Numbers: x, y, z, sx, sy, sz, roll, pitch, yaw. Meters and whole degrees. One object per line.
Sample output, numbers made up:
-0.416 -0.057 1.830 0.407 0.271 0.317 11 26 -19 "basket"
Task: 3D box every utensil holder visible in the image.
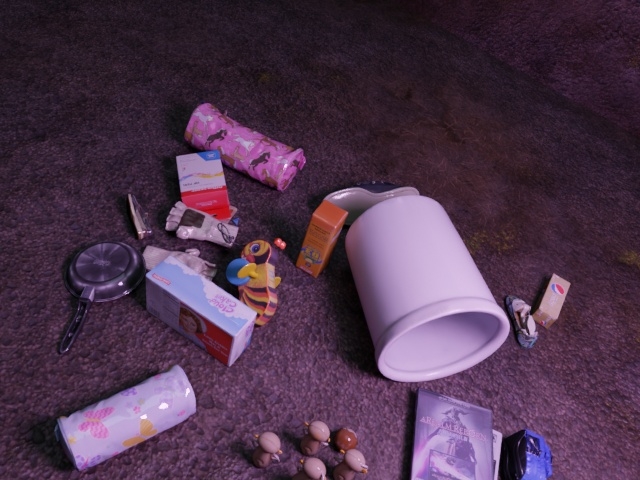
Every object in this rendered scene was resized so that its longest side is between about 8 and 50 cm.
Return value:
0.254 0.117 1.384 0.328 0.327 0.385 0 48 -18 "utensil holder"

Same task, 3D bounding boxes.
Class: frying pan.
-0.583 0.109 1.317 0.197 0.053 0.326 26 49 17 "frying pan"

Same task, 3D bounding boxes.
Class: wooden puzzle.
-0.297 -0.087 1.606 0.117 0.014 0.078 18 46 -1 "wooden puzzle"

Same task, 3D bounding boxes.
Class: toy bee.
-0.163 0.065 1.373 0.162 0.195 0.298 -23 89 13 "toy bee"

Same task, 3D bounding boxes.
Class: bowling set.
0.012 0.448 1.122 0.287 0.154 0.200 32 48 11 "bowling set"

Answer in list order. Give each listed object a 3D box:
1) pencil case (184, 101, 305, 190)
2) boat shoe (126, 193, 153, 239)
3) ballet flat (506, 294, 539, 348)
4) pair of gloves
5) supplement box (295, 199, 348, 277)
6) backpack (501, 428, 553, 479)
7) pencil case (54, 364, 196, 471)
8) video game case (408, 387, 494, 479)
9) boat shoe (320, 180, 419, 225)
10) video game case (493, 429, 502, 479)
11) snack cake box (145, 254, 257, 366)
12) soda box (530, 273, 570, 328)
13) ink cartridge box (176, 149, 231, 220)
-0.245 -0.303 1.723 0.386 0.160 0.167 29 82 9 "pencil case"
-0.512 -0.068 1.499 0.049 0.056 0.152 -9 62 -30 "boat shoe"
0.603 0.227 1.571 0.070 0.070 0.188 6 47 -12 "ballet flat"
-0.358 0.014 1.456 0.204 0.042 0.240 23 57 3 "pair of gloves"
0.000 0.000 1.470 0.078 0.233 0.080 29 51 9 "supplement box"
0.488 0.523 1.244 0.101 0.098 0.120 24 46 -1 "backpack"
-0.397 0.360 1.103 0.273 0.113 0.124 -22 49 -33 "pencil case"
0.307 0.494 1.233 0.196 0.026 0.274 18 47 -2 "video game case"
0.148 -0.133 1.726 0.340 0.127 0.113 -12 24 -17 "boat shoe"
0.333 0.501 1.268 0.191 0.022 0.173 24 46 4 "video game case"
-0.291 0.170 1.280 0.264 0.152 0.089 32 47 11 "snack cake box"
0.713 0.186 1.647 0.061 0.058 0.181 33 47 13 "soda box"
-0.352 -0.161 1.597 0.134 0.078 0.231 -11 52 -10 "ink cartridge box"
